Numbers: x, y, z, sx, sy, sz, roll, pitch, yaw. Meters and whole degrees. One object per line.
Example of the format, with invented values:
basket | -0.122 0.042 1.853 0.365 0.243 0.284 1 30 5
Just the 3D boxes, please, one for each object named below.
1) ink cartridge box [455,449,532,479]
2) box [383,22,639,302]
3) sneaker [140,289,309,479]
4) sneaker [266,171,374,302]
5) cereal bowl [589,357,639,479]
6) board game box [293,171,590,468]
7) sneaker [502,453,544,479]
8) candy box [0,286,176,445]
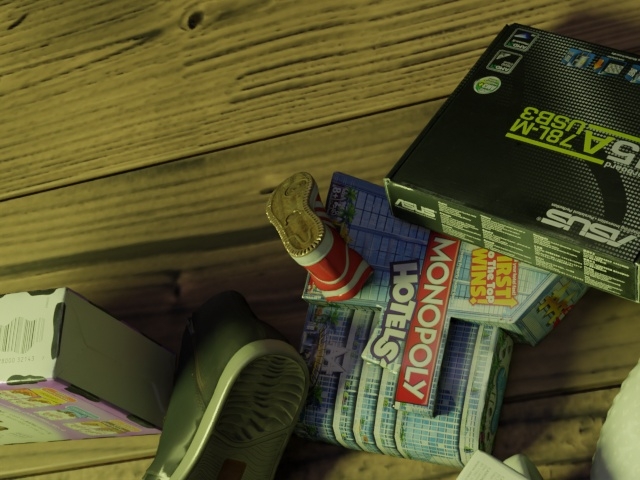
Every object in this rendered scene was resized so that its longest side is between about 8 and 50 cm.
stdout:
ink cartridge box | 0.122 0.222 0.729 0.179 0.045 0.145 31 79 33
box | 0.171 -0.062 0.896 0.191 0.045 0.184 22 54 29
sneaker | -0.086 0.151 0.949 0.222 0.083 0.118 -60 27 10
sneaker | 0.000 0.000 0.919 0.042 0.067 0.118 -35 29 10
cereal bowl | 0.311 0.156 0.728 0.339 0.141 0.339 -8 66 19
board game box | 0.084 0.056 0.912 0.194 0.060 0.194 5 72 26
sneaker | 0.113 0.289 0.785 0.147 0.104 0.295 -27 55 13
candy box | -0.234 0.100 0.970 0.196 0.165 0.070 -6 67 21
